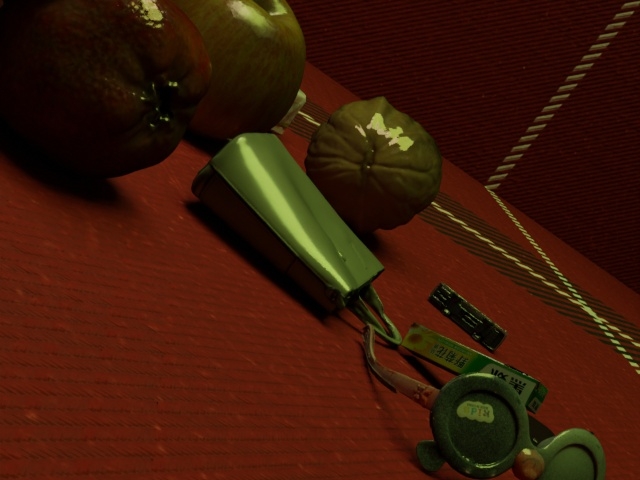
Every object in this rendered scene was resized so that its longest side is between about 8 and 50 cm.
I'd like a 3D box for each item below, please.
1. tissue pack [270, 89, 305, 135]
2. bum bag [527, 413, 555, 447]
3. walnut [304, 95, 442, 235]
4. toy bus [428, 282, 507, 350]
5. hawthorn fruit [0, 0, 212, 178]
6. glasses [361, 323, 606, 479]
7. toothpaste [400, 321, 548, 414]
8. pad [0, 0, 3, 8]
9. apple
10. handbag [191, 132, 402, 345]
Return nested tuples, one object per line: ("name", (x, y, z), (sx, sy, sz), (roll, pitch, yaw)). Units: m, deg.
("tissue pack", (-0.121, -0.277, 2.073), (0.149, 0.099, 0.106), (25, 17, -42))
("bum bag", (0.263, 0.241, 1.381), (0.109, 0.026, 0.159), (33, 12, -11))
("walnut", (0.085, -0.118, 1.803), (0.225, 0.225, 0.261), (37, 7, 1))
("toy bus", (0.225, 0.116, 1.720), (0.131, 0.037, 0.052), (38, 8, 14))
("hawthorn fruit", (-0.248, -0.188, 1.159), (0.262, 0.210, 0.210), (35, 10, 25))
("glasses", (0.154, 0.201, 1.213), (0.234, 0.118, 0.268), (30, -7, -24))
("toothpaste", (0.180, 0.150, 1.338), (0.179, 0.037, 0.043), (24, -12, 33))
("pad", (-0.351, -0.333, 1.346), (0.232, 0.156, 0.004), (0, 29, 33))
("apple", (-0.144, -0.279, 1.686), (0.264, 0.264, 0.264), (35, 12, -9))
("handbag", (0.000, 0.000, 1.384), (0.315, 0.109, 0.241), (42, 13, 6))
